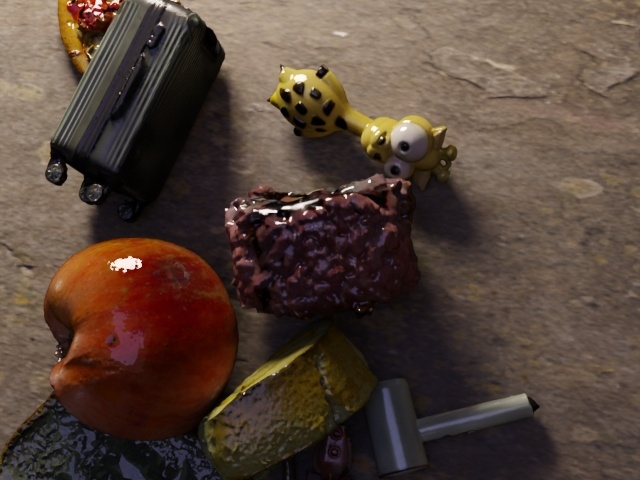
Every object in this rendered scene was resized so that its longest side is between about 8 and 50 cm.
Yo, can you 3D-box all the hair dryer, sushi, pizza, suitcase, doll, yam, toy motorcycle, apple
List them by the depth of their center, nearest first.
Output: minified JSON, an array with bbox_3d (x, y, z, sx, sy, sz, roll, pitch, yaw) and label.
[{"bbox_3d":[-0.235,0.103,1.682,0.163,0.251,0.293,-56,49,40],"label":"apple"},{"bbox_3d":[0.013,0.349,1.696,0.084,0.118,0.212,7,81,1],"label":"toy motorcycle"},{"bbox_3d":[0.000,0.000,1.705,0.270,0.236,0.171,-6,103,8],"label":"sushi"},{"bbox_3d":[0.182,0.239,1.715,0.236,0.073,0.131,-13,77,4],"label":"hair dryer"},{"bbox_3d":[-0.047,0.309,1.762,0.021,0.021,0.116,-6,81,8],"label":"yam"},{"bbox_3d":[-0.265,-0.193,1.793,0.128,0.202,0.312,26,86,12],"label":"suitcase"},{"bbox_3d":[0.057,-0.164,1.797,0.291,0.086,0.117,28,126,11],"label":"doll"},{"bbox_3d":[-0.311,-0.347,1.902,0.193,0.053,0.201,-28,77,4],"label":"pizza"}]

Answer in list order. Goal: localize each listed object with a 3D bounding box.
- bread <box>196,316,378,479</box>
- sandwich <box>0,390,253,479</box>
[{"bbox_3d":[-0.052,0.223,1.673,0.257,0.186,0.124,-39,93,-22],"label":"bread"},{"bbox_3d":[-0.283,0.328,1.739,0.301,0.099,0.271,39,82,5],"label":"sandwich"}]
